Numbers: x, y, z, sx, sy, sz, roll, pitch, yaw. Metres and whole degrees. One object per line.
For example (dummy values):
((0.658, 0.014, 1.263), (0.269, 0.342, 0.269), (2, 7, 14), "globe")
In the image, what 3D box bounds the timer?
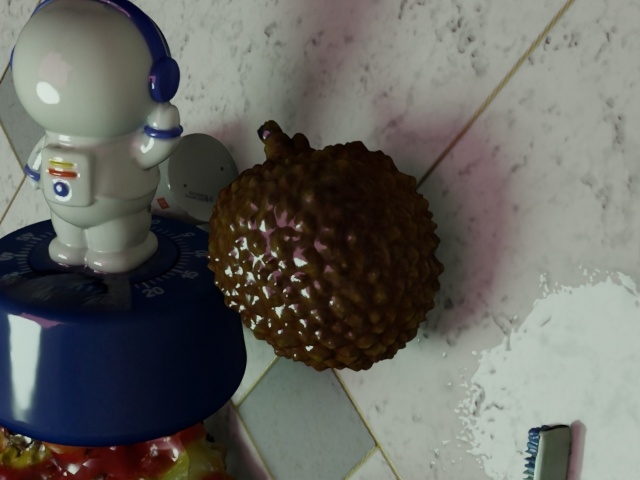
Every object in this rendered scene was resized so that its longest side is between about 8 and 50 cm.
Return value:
((-0.198, -0.036, 0.982), (0.270, 0.270, 0.383), (27, 123, 42), "timer")

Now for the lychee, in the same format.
((0.000, 0.000, 0.933), (0.200, 0.200, 0.238), (-31, 78, 41), "lychee")

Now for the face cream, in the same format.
((-0.195, -0.052, 1.194), (0.214, 0.096, 0.095), (-11, 82, 45), "face cream")

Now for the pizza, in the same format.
((-0.214, 0.236, 1.128), (0.406, 0.130, 0.439), (23, 68, 19), "pizza")

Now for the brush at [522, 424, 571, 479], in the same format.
((0.176, 0.236, 0.868), (0.030, 0.033, 0.178), (10, 97, 51), "brush")
